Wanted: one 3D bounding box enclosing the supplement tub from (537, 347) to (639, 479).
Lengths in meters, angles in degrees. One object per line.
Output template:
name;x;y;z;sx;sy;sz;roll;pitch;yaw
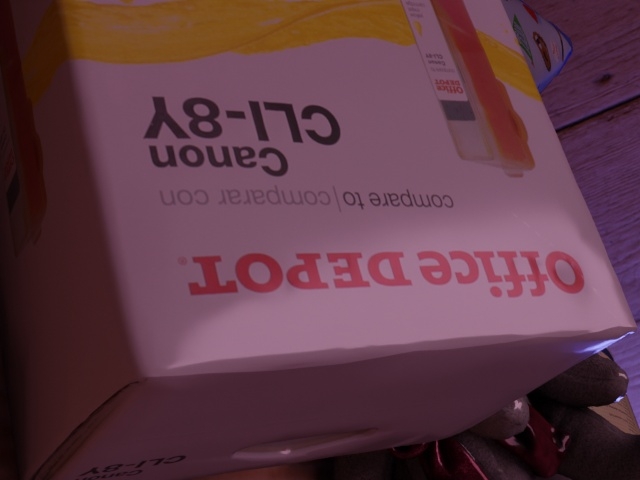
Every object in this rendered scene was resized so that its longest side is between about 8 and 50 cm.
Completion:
supplement tub;0.211;0.256;0.893;0.235;0.235;0.324;51;23;-42

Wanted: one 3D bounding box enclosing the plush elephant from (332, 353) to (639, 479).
plush elephant;0.102;0.117;0.711;0.330;0.272;0.255;47;-13;41

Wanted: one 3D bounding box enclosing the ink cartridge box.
ink cartridge box;-0.033;-0.084;0.509;0.279;0.160;0.384;-1;63;-33

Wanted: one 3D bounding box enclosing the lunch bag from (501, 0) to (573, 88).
lunch bag;0.090;-0.268;1.122;0.385;0.239;0.328;40;28;8
